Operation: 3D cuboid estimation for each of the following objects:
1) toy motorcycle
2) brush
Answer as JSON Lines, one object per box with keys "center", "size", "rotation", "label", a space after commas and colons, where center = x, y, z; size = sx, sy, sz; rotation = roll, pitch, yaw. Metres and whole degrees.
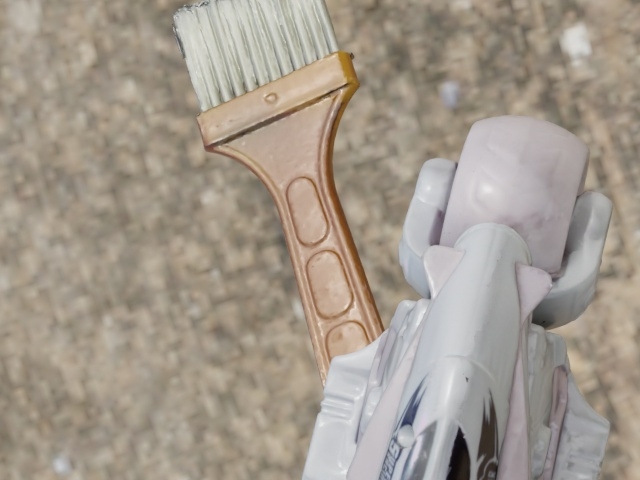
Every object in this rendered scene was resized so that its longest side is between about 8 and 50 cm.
{"center": [0.047, 0.072, 0.702], "size": [0.112, 0.112, 0.254], "rotation": [-1, 69, 48], "label": "toy motorcycle"}
{"center": [0.000, 0.000, 1.001], "size": [0.090, 0.017, 0.314], "rotation": [-23, 66, 14], "label": "brush"}
